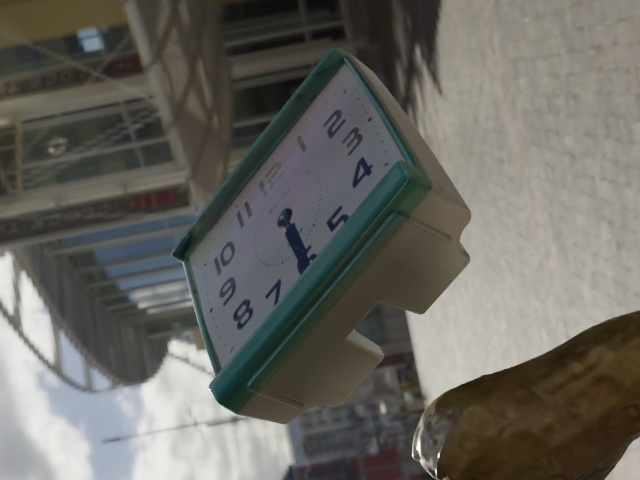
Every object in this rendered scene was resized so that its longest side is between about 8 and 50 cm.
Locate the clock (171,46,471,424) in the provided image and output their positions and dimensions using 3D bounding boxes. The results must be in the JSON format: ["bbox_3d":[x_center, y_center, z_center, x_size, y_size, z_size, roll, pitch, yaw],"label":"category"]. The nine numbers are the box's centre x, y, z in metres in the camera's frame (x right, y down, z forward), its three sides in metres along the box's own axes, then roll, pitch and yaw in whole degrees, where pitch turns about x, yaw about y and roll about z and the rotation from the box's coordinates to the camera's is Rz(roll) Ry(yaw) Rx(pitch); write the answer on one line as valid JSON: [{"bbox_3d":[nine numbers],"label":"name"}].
[{"bbox_3d":[0.000,0.000,1.026,0.116,0.262,0.231,28,-158,-34],"label":"clock"}]

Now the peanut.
[{"bbox_3d":[0.162,0.104,0.754,0.099,0.214,0.099,59,174,9],"label":"peanut"}]
